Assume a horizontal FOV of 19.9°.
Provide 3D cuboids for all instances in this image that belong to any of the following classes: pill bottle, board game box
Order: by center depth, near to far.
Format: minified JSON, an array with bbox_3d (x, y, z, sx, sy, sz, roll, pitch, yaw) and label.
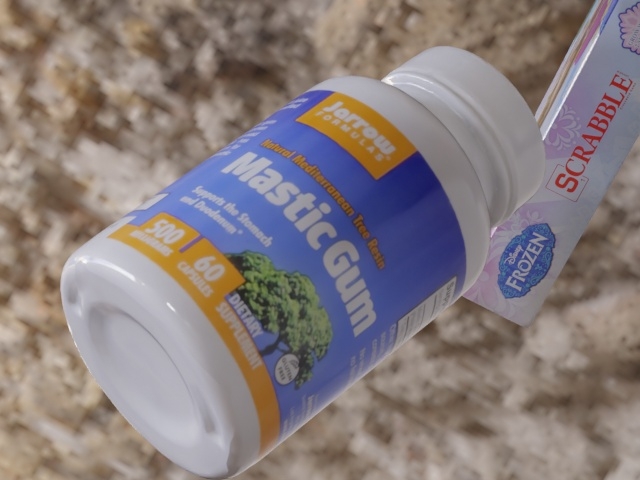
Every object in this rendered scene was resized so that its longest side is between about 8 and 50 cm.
[{"bbox_3d":[0.000,0.000,1.040,0.272,0.152,0.152,-37,-4,-28],"label":"pill bottle"},{"bbox_3d":[0.233,-0.139,1.462,0.318,0.066,0.318,-65,-3,35],"label":"board game box"}]
